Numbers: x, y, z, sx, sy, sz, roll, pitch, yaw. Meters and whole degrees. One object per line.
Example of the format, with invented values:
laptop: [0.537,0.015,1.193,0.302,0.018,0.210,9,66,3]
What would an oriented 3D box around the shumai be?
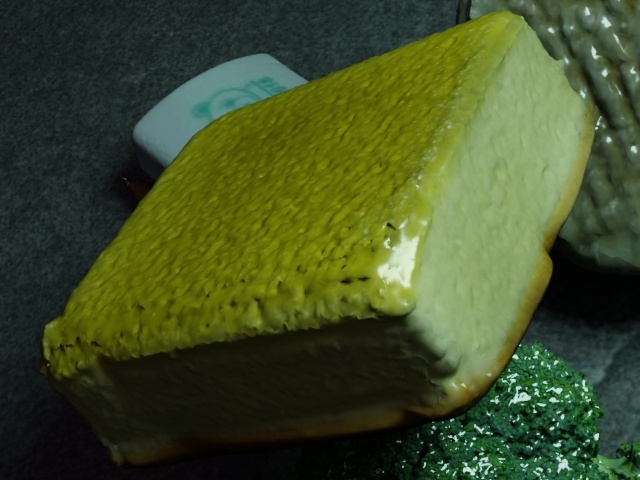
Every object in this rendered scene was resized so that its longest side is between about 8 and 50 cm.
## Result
shumai: [0.270,-0.139,0.959,0.314,0.262,0.267,48,119,5]

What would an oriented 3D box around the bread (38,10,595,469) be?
bread: [0.000,0.000,0.812,0.333,0.143,0.324,-14,32,38]

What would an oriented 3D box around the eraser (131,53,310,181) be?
eraser: [-0.033,-0.067,1.125,0.189,0.104,0.290,-36,50,-19]

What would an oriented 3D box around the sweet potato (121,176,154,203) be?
sweet potato: [-0.122,0.018,1.127,0.066,0.072,0.314,-29,52,-16]

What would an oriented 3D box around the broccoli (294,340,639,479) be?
broccoli: [0.104,0.188,0.849,0.269,0.261,0.242,-53,16,30]
